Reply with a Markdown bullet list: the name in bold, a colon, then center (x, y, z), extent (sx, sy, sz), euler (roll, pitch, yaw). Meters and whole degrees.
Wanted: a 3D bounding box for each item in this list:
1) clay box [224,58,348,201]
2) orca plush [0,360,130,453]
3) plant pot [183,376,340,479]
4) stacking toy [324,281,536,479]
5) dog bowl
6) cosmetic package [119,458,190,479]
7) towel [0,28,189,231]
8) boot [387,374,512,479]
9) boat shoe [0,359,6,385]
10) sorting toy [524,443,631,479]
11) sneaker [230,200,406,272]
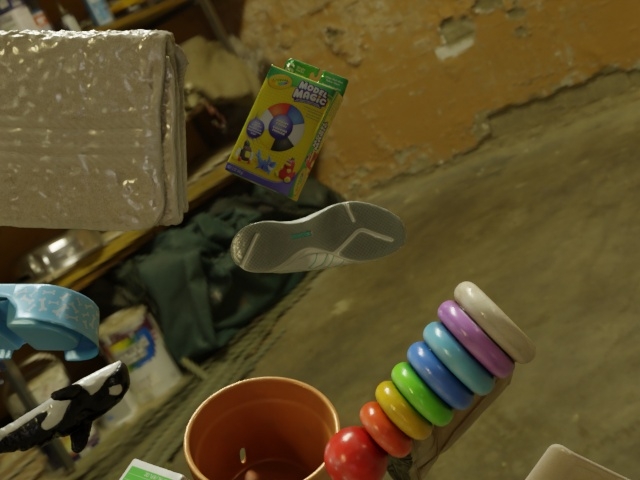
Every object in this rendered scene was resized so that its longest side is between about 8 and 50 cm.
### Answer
- **clay box**: center (-0.054, -0.191, 1.410), extent (0.222, 0.127, 0.053), euler (-66, -19, 0)
- **orca plush**: center (-0.445, 0.322, 1.464), extent (0.287, 0.102, 0.151), euler (-26, -12, -35)
- **plant pot**: center (-0.103, 0.434, 1.627), extent (0.290, 0.204, 0.291), euler (-2, 35, 1)
- **stacking toy**: center (0.133, 0.214, 1.176), extent (0.330, 0.141, 0.141), euler (-44, 12, 4)
- **dog bowl**: center (-0.504, 0.134, 1.419), extent (0.297, 0.166, 0.074), euler (-2, 59, 15)
- **cosmetic package**: center (-0.374, 0.633, 1.649), extent (0.197, 0.155, 0.366), euler (-2, 45, 46)
- **towel**: center (-0.261, -0.104, 0.797), extent (0.282, 0.187, 0.049), euler (3, 12, 7)
- **boot**: center (0.203, 0.256, 1.382), extent (0.089, 0.236, 0.269), euler (36, 65, 29)
- **boat shoe**: center (-0.722, 0.223, 1.491), extent (0.340, 0.158, 0.127), euler (-16, -36, -38)
- **sorting toy**: center (0.321, 0.361, 1.011), extent (0.193, 0.208, 0.038), euler (-62, 0, 22)
- **sneaker**: center (0.000, 0.000, 0.754), extent (0.152, 0.054, 0.061), euler (-7, -11, 5)
